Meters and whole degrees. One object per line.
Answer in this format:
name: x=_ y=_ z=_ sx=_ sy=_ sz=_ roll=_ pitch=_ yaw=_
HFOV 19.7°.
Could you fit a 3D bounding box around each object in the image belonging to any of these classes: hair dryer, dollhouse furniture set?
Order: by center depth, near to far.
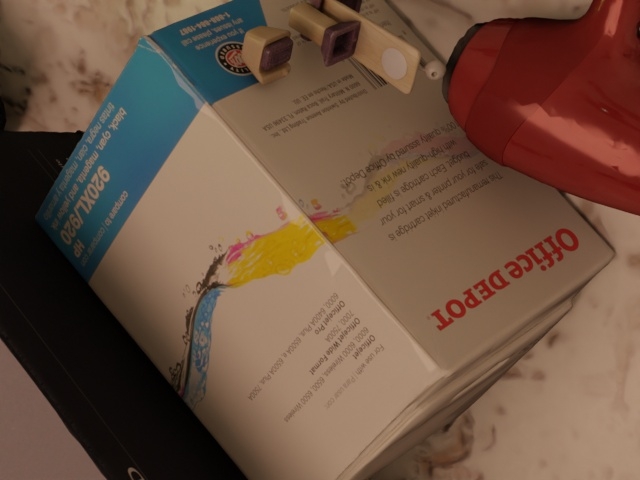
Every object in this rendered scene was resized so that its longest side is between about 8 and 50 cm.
hair dryer: x=0.140 y=-0.119 z=0.892 sx=0.224 sy=0.080 sz=0.293 roll=-29 pitch=90 yaw=45
dollhouse furniture set: x=0.025 y=-0.127 z=0.907 sx=0.081 sy=0.091 sz=0.114 roll=36 pitch=132 yaw=27

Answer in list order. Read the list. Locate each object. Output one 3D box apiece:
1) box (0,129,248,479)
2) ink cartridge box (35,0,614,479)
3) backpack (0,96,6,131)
box: x=-0.157 y=0.115 z=1.068 sx=0.179 sy=0.312 sz=0.343 roll=-41 pitch=80 yaw=14
ink cartridge box: x=0.000 y=0.000 z=1.006 sx=0.232 sy=0.171 sz=0.168 roll=49 pitch=133 yaw=12
backpack: x=-0.298 y=-0.130 z=1.225 sx=0.182 sy=0.115 sz=0.152 roll=48 pitch=178 yaw=15
